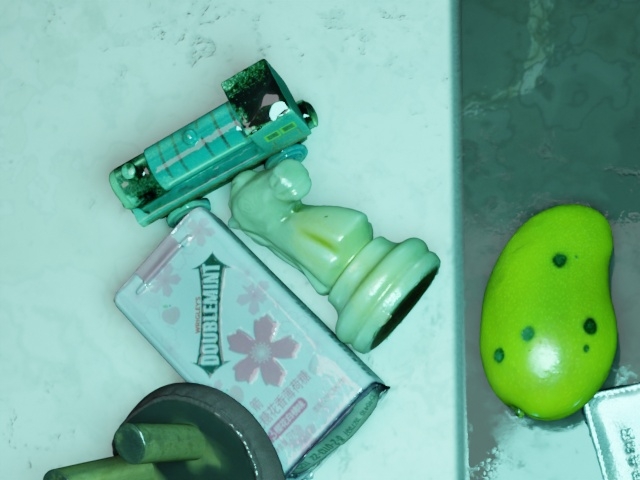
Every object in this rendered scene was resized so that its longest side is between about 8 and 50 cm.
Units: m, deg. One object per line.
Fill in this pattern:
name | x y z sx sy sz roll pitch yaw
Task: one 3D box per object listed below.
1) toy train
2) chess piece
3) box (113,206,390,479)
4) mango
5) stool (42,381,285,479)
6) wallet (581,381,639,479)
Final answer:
toy train | -0.150 -0.124 1.765 0.298 0.194 0.120 -29 72 7
chess piece | 0.000 0.000 1.691 0.298 0.176 0.176 38 88 13
box | -0.093 0.144 1.726 0.190 0.112 0.369 -47 71 5
mango | 0.295 0.086 1.629 0.175 0.143 0.293 9 69 15
stool | -0.196 0.328 1.623 0.272 0.178 0.272 7 103 32
wallet | 0.429 0.279 1.596 0.167 0.036 0.222 -14 74 11
